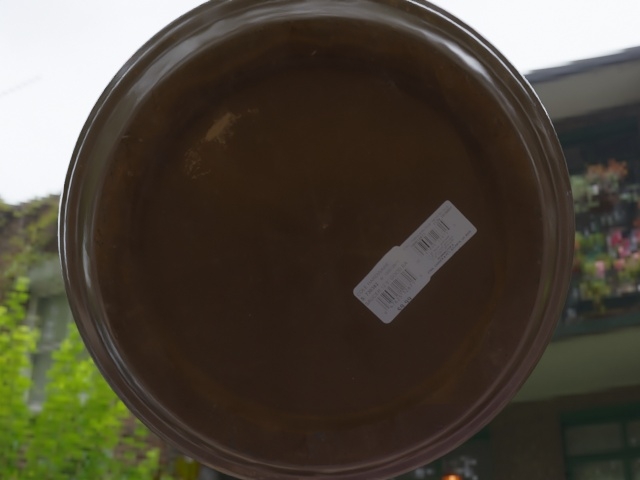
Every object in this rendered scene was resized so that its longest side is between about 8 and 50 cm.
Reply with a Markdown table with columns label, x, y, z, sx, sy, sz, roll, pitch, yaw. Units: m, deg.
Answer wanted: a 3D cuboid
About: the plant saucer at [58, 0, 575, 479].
| label | x | y | z | sx | sy | sz | roll | pitch | yaw |
| --- | --- | --- | --- | --- | --- | --- | --- | --- | --- |
| plant saucer | 0.000 | 0.000 | 0.670 | 0.278 | 0.278 | 0.041 | 3 | 6 | -3 |
